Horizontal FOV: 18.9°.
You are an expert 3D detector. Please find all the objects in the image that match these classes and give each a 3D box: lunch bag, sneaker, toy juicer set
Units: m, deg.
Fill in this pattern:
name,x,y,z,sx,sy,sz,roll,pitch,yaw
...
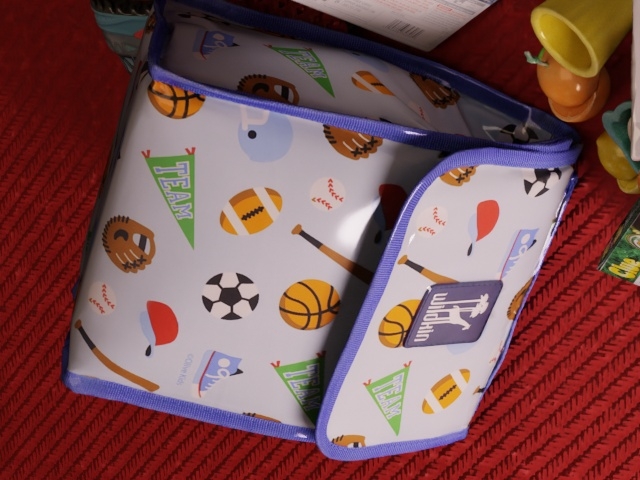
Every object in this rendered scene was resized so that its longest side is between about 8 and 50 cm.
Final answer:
name,x,y,z,sx,sy,sz,roll,pitch,yaw
lunch bag,0.000,0.000,1.662,0.385,0.239,0.328,15,117,-10
sneaker,-0.081,-0.186,1.791,0.261,0.104,0.125,13,139,23
toy juicer set,0.280,-0.051,1.520,0.329,0.089,0.209,45,165,7

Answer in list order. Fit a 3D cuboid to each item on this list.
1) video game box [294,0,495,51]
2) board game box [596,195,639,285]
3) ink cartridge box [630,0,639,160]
name,x,y,z,sx,sy,sz,roll,pitch,yaw
video game box,0.080,-0.245,1.585,0.187,0.205,0.048,-32,57,37
board game box,0.298,0.008,1.481,0.136,0.260,0.030,19,78,3
ink cartridge box,0.365,-0.188,1.382,0.296,0.066,0.261,0,93,4
